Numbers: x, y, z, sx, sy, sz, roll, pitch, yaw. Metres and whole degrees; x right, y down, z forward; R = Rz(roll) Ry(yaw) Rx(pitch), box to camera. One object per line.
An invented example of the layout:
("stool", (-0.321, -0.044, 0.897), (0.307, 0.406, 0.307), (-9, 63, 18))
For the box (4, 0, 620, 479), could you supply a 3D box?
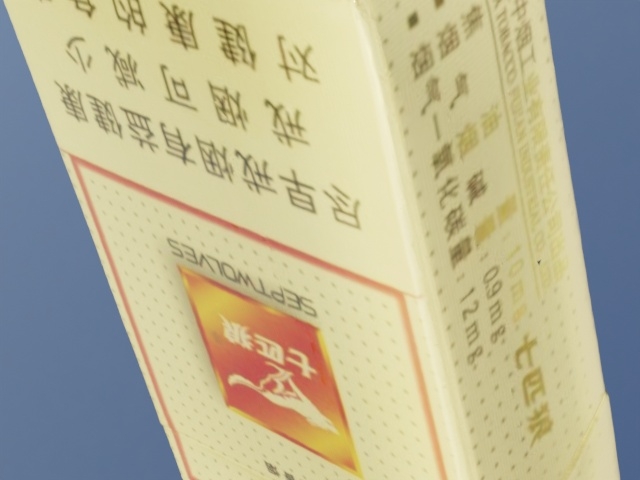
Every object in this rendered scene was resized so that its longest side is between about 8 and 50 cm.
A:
("box", (-0.001, 0.000, 0.683), (0.210, 0.330, 0.095), (22, -131, 40))
